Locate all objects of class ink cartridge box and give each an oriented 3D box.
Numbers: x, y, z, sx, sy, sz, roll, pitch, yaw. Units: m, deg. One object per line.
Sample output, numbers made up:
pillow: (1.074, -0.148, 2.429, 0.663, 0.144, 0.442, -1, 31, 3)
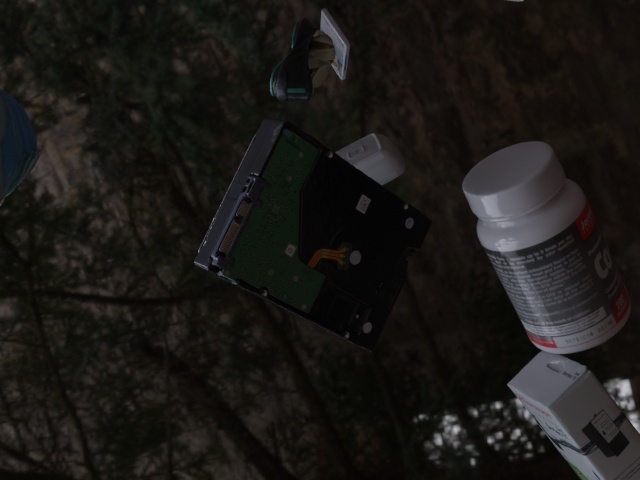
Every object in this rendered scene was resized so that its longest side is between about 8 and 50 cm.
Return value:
ink cartridge box: (0.389, 0.275, 1.331, 0.208, 0.087, 0.153, 51, 174, -11)

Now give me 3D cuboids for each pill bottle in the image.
pill bottle: (0.326, 0.010, 1.307, 0.283, 0.161, 0.161, 59, -148, -23)

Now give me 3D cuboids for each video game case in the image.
video game case: (0.025, -0.360, 1.664, 0.087, 0.011, 0.122, 58, 168, 15)

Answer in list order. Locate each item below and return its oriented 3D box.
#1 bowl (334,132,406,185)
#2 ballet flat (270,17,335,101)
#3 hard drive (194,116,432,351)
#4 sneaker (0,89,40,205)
bowl: (0.075, -0.137, 1.620, 0.053, 0.142, 0.142, 59, -171, -27)
ballet flat: (-0.016, -0.253, 1.273, 0.074, 0.074, 0.203, 57, -152, -27)
hard drive: (0.000, 0.000, 1.337, 0.339, 0.064, 0.237, 30, -98, -39)
sneaker: (-0.415, -0.040, 1.073, 0.208, 0.127, 0.319, -84, 8, -86)
